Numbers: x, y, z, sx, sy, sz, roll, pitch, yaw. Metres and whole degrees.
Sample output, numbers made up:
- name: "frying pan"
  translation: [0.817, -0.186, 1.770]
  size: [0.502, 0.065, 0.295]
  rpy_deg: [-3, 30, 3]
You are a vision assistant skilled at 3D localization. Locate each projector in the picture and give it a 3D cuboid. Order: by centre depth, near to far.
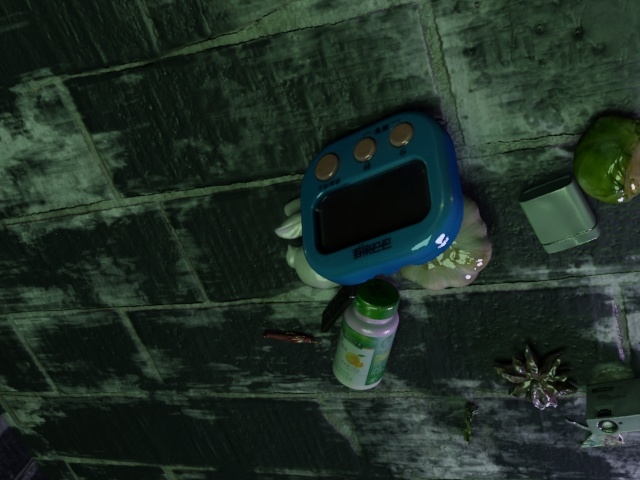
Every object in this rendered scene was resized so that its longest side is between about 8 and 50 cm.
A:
- name: "projector"
  translation: [0.680, 0.376, 1.579]
  size: [0.147, 0.115, 0.061]
  rpy_deg: [-17, 114, 31]

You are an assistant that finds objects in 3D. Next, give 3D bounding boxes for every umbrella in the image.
- name: "umbrella"
  translation: [-0.077, 0.256, 1.851]
  size: [0.165, 0.027, 0.025]
  rpy_deg: [4, 150, 16]

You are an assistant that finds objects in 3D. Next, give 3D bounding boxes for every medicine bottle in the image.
- name: "medicine bottle"
  translation: [0.112, 0.223, 1.687]
  size: [0.133, 0.133, 0.274]
  rpy_deg: [18, 127, 9]

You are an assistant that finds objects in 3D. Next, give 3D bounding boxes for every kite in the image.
- name: "kite"
  translation: [0.671, 0.466, 1.715]
  size: [0.157, 0.011, 0.139]
  rpy_deg: [20, 125, 6]

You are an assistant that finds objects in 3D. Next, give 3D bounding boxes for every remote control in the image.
- name: "remote control"
  translation: [0.042, 0.156, 1.668]
  size: [0.025, 0.063, 0.245]
  rpy_deg: [17, 150, -9]

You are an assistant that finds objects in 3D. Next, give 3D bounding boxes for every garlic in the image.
- name: "garlic"
  translation: [0.245, -0.004, 1.462]
  size: [0.228, 0.152, 0.228]
  rpy_deg: [11, 115, 25]

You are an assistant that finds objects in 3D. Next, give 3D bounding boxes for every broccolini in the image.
- name: "broccolini"
  translation: [0.391, 0.473, 1.824]
  size: [0.035, 0.030, 0.140]
  rpy_deg: [-15, 129, -11]

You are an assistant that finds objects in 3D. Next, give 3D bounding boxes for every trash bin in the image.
- name: "trash bin"
  translation: [0.476, -0.051, 1.398]
  size: [0.116, 0.059, 0.130]
  rpy_deg: [-23, 111, 32]

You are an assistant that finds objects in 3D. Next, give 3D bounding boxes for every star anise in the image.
- name: "star anise"
  translation: [0.501, 0.318, 1.643]
  size: [0.195, 0.065, 0.182]
  rpy_deg: [8, 125, 21]

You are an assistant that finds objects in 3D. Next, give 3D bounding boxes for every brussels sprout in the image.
- name: "brussels sprout"
  translation: [0.526, -0.147, 1.272]
  size: [0.122, 0.151, 0.149]
  rpy_deg: [27, 163, 39]

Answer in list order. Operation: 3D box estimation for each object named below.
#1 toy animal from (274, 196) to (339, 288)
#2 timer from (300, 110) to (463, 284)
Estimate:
- name: "toy animal"
  translation: [-0.006, 0.005, 1.586]
  size: [0.178, 0.127, 0.193]
  rpy_deg: [6, 128, 20]
- name: "timer"
  translation: [0.115, -0.079, 1.381]
  size: [0.340, 0.309, 0.115]
  rpy_deg: [-20, 149, 31]
